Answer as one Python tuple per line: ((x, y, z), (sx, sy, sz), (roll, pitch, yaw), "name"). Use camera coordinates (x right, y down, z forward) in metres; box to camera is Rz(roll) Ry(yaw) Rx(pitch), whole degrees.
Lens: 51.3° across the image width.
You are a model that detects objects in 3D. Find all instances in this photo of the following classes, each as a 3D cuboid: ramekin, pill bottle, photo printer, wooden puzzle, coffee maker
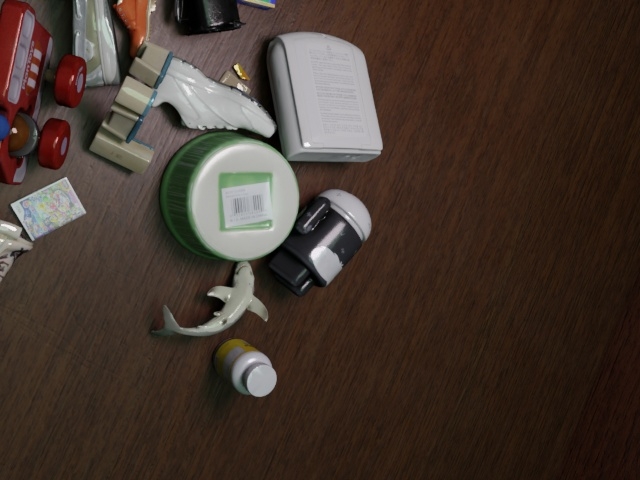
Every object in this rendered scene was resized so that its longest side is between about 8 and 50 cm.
((-0.195, -0.095, 1.510), (0.303, 0.148, 0.304), (-6, 101, -30), "ramekin")
((-0.176, 0.301, 1.568), (0.103, 0.184, 0.103), (-6, 102, -30), "pill bottle")
((0.006, -0.340, 1.568), (0.256, 0.107, 0.308), (-5, 79, -35), "photo printer")
((-0.206, -0.345, 1.541), (0.078, 0.014, 0.116), (44, 75, -24), "wooden puzzle")
((-0.226, -0.533, 1.405), (0.120, 0.171, 0.178), (-31, 118, -52), "coffee maker")

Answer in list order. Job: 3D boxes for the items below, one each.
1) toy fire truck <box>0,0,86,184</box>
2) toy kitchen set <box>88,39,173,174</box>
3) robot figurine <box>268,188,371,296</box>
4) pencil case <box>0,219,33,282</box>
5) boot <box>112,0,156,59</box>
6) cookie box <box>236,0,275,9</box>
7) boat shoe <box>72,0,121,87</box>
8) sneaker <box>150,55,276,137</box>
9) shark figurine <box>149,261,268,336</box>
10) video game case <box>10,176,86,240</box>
((-0.547, -0.252, 1.190), (0.169, 0.254, 0.302), (14, 91, -8), "toy fire truck")
((-0.368, -0.275, 1.385), (0.122, 0.207, 0.166), (27, 49, -22), "toy kitchen set")
((-0.001, 0.000, 1.631), (0.173, 0.209, 0.278), (45, 75, -11), "robot figurine")
((-0.709, 0.122, 1.223), (0.410, 0.183, 0.160), (-57, 137, -11), "pencil case")
((-0.395, -0.455, 1.389), (0.084, 0.059, 0.158), (7, 86, -28), "boot")
((-0.147, -0.591, 1.518), (0.091, 0.040, 0.107), (2, 98, -32), "cookie box")
((-0.468, -0.463, 1.310), (0.103, 0.118, 0.321), (-10, 111, -11), "boat shoe")
((-0.239, -0.296, 1.478), (0.297, 0.111, 0.129), (25, 98, -15), "sneaker")
((-0.243, 0.179, 1.564), (0.278, 0.116, 0.166), (-35, 81, -29), "shark figurine")
((-0.562, -0.066, 1.379), (0.122, 0.011, 0.087), (-32, 113, -22), "video game case")
